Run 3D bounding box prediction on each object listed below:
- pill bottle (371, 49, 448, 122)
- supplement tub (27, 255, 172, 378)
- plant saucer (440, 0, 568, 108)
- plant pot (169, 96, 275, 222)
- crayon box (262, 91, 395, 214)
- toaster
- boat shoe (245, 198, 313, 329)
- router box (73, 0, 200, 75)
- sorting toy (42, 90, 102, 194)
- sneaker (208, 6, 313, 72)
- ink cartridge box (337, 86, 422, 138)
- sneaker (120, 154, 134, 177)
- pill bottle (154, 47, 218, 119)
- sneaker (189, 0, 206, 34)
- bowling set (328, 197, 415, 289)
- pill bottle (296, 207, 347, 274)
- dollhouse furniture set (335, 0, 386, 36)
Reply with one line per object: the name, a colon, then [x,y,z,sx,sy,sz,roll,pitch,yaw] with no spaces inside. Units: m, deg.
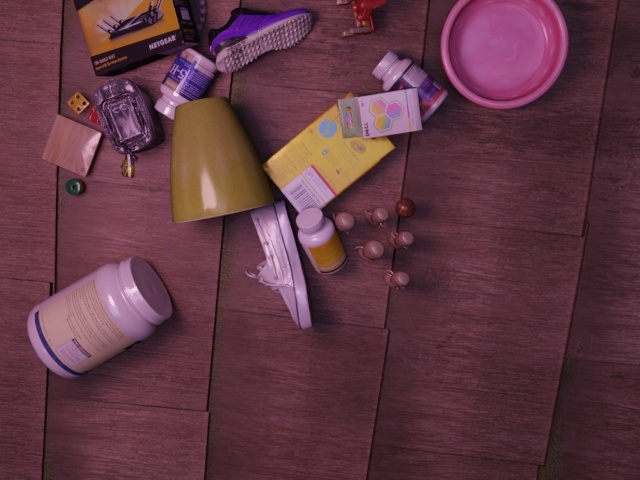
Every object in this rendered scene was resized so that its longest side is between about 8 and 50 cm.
pill bottle: [0.236,-0.416,1.755,0.193,0.108,0.108,40,97,-3]
supplement tub: [-0.599,0.206,1.797,0.325,0.235,0.235,-30,96,5]
plant saucer: [0.483,-0.517,1.748,0.332,0.084,0.332,0,97,1]
plant pot: [-0.281,-0.216,1.712,0.275,0.275,0.293,-11,97,3]
crayon box: [0.021,-0.227,1.800,0.318,0.081,0.202,-38,94,7]
toaster: [-0.507,-0.322,1.770,0.129,0.146,0.227,-21,96,5]
boat shoe: [-0.127,0.080,1.818,0.157,0.136,0.367,-15,94,3]
router box: [-0.486,-0.589,1.712,0.309,0.081,0.242,-11,98,27]
sorting toy: [-0.684,-0.273,1.832,0.132,0.046,0.274,23,98,-1]
sneaker: [-0.169,-0.575,1.752,0.293,0.102,0.146,-26,70,-7]
ink cartridge box: [0.153,-0.327,1.698,0.209,0.062,0.109,-7,105,7]
sneaker: [-0.547,-0.218,1.843,0.035,0.031,0.083,-1,97,2]
pill bottle: [-0.366,-0.419,1.771,0.112,0.112,0.186,32,97,-2]
sneaker: [-0.389,-0.672,1.764,0.115,0.105,0.281,2,104,36]
bowling set: [0.183,-0.017,1.810,0.200,0.154,0.287,-42,93,-12]
pill bottle: [0.000,0.000,1.778,0.103,0.103,0.184,-22,133,4]
dollhouse furniture set: [0.123,-0.729,1.667,0.152,0.201,0.374,-16,104,-17]
